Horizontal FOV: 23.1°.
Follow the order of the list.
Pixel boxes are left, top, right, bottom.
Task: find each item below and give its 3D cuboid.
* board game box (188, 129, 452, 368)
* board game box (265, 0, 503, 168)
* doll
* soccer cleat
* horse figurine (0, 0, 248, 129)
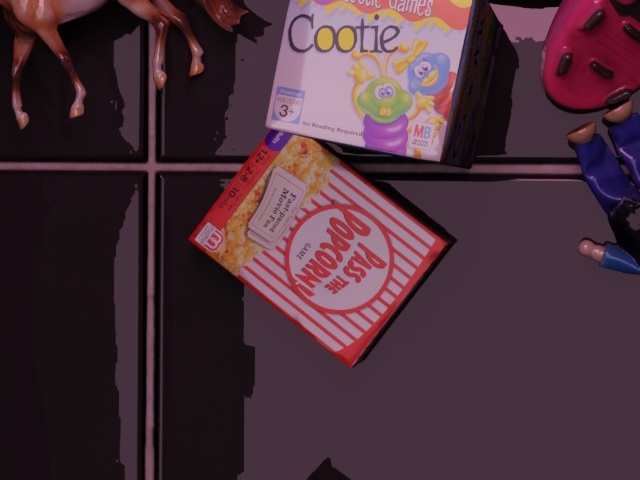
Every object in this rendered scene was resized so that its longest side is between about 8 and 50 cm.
[{"bbox_3d":[0.000,0.000,1.438,0.193,0.045,0.146,37,97,7],"label":"board game box"},{"bbox_3d":[0.061,-0.142,1.307,0.144,0.275,0.142,12,93,10],"label":"board game box"},{"bbox_3d":[0.284,-0.023,1.385,0.129,0.046,0.189,-30,93,0],"label":"doll"},{"bbox_3d":[0.297,-0.265,1.357,0.116,0.143,0.331,22,118,-23],"label":"soccer cleat"},{"bbox_3d":[-0.205,-0.210,1.425,0.263,0.066,0.174,-17,104,-6],"label":"horse figurine"}]
